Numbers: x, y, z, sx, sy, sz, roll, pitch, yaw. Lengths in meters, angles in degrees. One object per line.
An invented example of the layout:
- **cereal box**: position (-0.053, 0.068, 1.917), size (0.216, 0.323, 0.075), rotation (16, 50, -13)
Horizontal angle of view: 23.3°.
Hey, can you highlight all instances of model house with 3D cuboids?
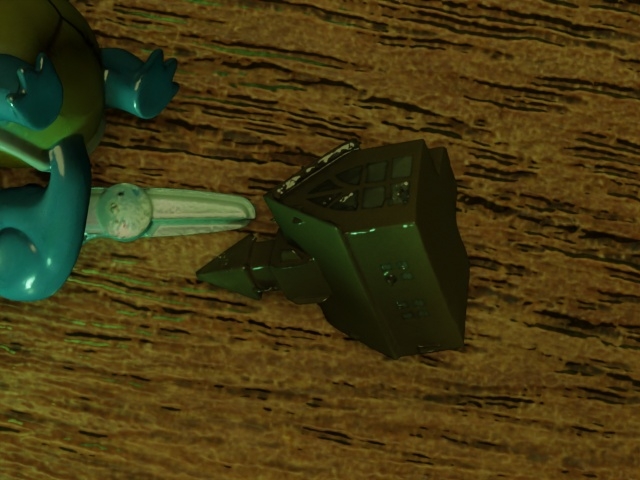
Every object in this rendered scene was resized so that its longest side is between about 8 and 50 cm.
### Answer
- **model house**: position (0.000, 0.000, 1.447), size (0.248, 0.181, 0.176), rotation (-8, 43, 18)

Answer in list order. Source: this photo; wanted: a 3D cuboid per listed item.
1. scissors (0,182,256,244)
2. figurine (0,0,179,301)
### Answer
- **scissors**: position (-0.189, -0.027, 1.468), size (0.256, 0.030, 0.125), rotation (0, 82, -4)
- **figurine**: position (-0.279, -0.165, 1.379), size (0.298, 0.243, 0.416), rotation (-21, 84, -51)
